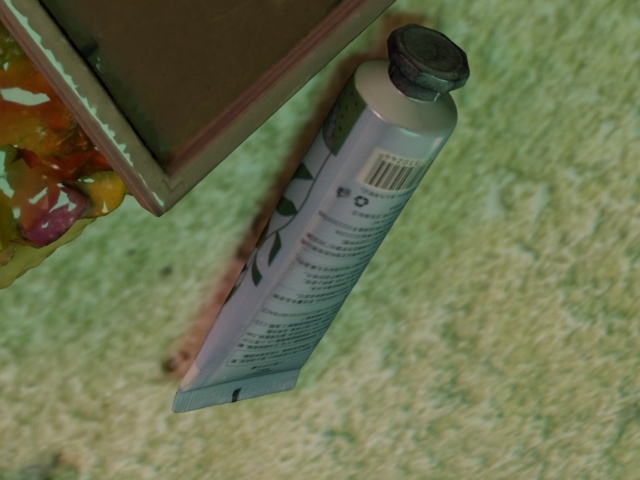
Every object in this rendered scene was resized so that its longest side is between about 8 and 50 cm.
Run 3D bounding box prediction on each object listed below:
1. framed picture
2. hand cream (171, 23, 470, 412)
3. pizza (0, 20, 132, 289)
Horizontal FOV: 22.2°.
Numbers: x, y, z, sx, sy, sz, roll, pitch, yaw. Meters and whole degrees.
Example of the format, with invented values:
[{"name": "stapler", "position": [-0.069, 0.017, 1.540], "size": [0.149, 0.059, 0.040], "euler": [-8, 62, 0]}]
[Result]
[{"name": "framed picture", "position": [-0.053, -0.192, 0.531], "size": [0.232, 0.024, 0.315], "euler": [-43, 125, -13]}, {"name": "hand cream", "position": [0.000, 0.000, 0.878], "size": [0.091, 0.058, 0.271], "euler": [-10, 143, -40]}, {"name": "pizza", "position": [-0.133, -0.097, 0.648], "size": [0.409, 0.114, 0.278], "euler": [-46, 145, 11]}]
